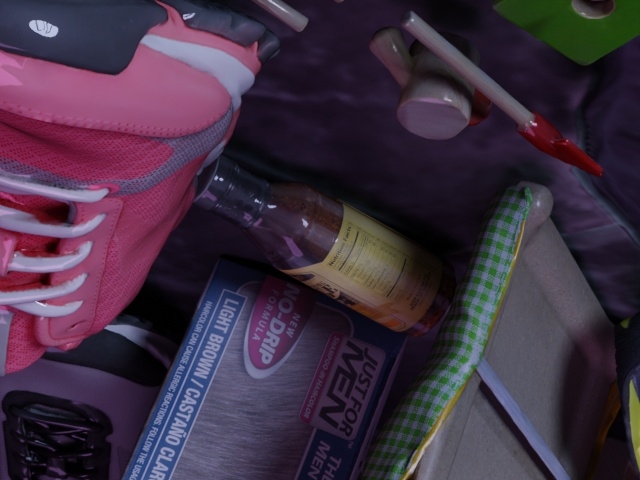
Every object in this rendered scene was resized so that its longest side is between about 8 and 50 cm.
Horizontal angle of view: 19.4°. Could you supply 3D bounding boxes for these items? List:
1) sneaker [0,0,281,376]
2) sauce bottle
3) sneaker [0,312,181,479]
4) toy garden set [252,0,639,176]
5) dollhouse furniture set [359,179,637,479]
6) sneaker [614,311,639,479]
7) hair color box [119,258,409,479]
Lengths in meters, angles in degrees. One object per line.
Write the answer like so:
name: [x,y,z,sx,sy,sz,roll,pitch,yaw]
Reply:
sneaker: [-0.087,-0.017,0.630,0.116,0.136,0.314,20,176,3]
sauce bottle: [0.000,0.000,0.825,0.128,0.042,0.042,29,147,-22]
sneaker: [-0.129,0.114,1.010,0.100,0.108,0.271,12,149,6]
toy garden set: [0.053,-0.104,0.620,0.244,0.049,0.204,28,146,-25]
dollhouse furniture set: [0.053,0.124,0.870,0.151,0.197,0.301,6,151,30]
sneaker: [0.252,0.101,0.851,0.300,0.111,0.121,29,132,-29]
hair color box: [-0.050,0.171,1.001,0.105,0.174,0.347,20,150,3]
